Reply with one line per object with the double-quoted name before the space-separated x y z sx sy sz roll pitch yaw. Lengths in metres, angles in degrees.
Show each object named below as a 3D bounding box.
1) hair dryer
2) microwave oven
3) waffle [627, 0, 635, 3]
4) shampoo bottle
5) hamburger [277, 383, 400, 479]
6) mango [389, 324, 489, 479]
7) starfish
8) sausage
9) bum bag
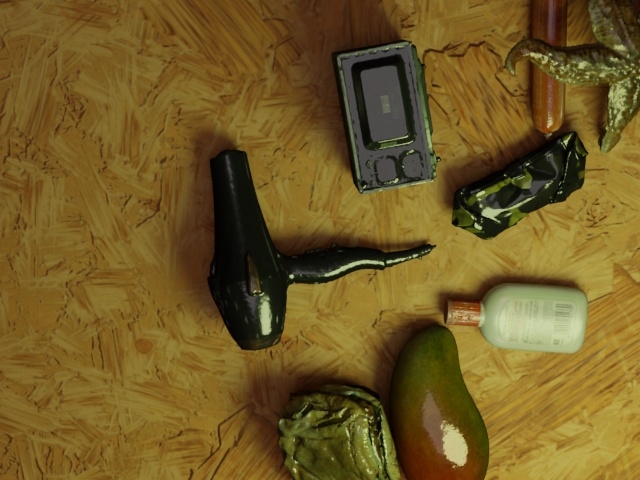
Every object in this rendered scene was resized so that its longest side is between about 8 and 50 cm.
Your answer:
"hair dryer" 0.000 0.000 1.951 0.359 0.120 0.304 -7 90 -11
"microwave oven" 0.096 -0.183 1.857 0.129 0.163 0.205 -11 101 -2
"waffle" 0.441 -0.442 1.867 0.160 0.046 0.192 -21 108 -7
"shampoo bottle" 0.304 0.119 1.996 0.220 0.051 0.108 4 105 -3
"hamburger" 0.033 0.314 1.995 0.183 0.130 0.206 -1 118 24
"mango" 0.180 0.285 1.997 0.146 0.129 0.289 -19 95 4
"starfish" 0.441 -0.275 1.855 0.375 0.094 0.327 -1 112 -19
"sausage" 0.339 -0.321 1.887 0.053 0.053 0.348 -2 104 -2
"bum bag" 0.305 -0.076 1.940 0.232 0.060 0.107 -28 120 5
